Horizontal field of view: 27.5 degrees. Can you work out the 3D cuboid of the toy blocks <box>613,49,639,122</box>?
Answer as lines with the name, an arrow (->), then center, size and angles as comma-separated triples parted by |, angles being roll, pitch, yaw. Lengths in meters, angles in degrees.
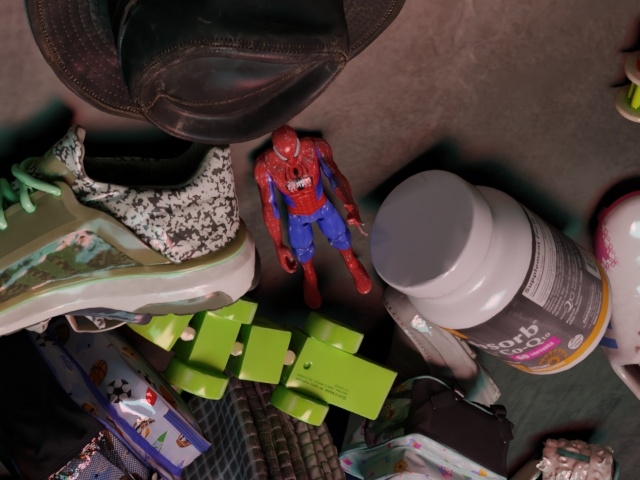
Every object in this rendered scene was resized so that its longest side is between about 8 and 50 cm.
toy blocks -> 0.363, -0.190, 1.289 | 0.123, 0.054, 0.148 | -10, 143, -12

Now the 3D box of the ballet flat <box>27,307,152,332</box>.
ballet flat -> -0.261, 0.061, 1.307 | 0.203, 0.074, 0.074 | 1, 142, -1

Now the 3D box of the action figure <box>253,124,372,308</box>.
action figure -> 0.000, 0.000, 1.322 | 0.091, 0.139, 0.280 | -19, 141, 1

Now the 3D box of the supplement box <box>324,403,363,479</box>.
supplement box -> -0.064, 0.369, 1.719 | 0.195, 0.194, 0.356 | 22, 128, -41

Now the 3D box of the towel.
towel -> -0.094, 0.294, 1.525 | 0.121, 0.283, 0.235 | 16, 126, -36

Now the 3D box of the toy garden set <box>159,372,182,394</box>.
toy garden set -> -0.303, 0.232, 1.562 | 0.244, 0.049, 0.204 | 5, 138, -28

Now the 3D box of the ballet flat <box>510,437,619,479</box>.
ballet flat -> 0.338, 0.434, 2.057 | 0.147, 0.147, 0.409 | -3, 138, -20

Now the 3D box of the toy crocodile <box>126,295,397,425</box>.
toy crocodile -> -0.064, 0.118, 1.420 | 0.341, 0.105, 0.115 | 19, 94, -28

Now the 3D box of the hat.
hat -> -0.067, -0.168, 1.072 | 0.331, 0.134, 0.331 | -11, 142, -9

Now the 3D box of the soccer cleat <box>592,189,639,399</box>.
soccer cleat -> 0.399, 0.073, 1.571 | 0.116, 0.143, 0.331 | -17, 144, -1

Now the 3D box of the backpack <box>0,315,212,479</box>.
backpack -> -0.244, 0.213, 1.386 | 0.213, 0.276, 0.263 | -33, 133, -9

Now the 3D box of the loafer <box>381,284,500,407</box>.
loafer -> 0.131, 0.145, 1.580 | 0.111, 0.112, 0.319 | -31, 143, 4

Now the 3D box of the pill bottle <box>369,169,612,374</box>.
pill bottle -> 0.186, 0.035, 1.417 | 0.162, 0.162, 0.278 | -36, 140, 23

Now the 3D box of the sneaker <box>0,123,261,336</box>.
sneaker -> -0.256, -0.028, 1.203 | 0.410, 0.158, 0.182 | -8, 122, -17

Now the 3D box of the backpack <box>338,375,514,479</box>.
backpack -> 0.114, 0.251, 1.545 | 0.166, 0.144, 0.188 | 26, 156, -27
